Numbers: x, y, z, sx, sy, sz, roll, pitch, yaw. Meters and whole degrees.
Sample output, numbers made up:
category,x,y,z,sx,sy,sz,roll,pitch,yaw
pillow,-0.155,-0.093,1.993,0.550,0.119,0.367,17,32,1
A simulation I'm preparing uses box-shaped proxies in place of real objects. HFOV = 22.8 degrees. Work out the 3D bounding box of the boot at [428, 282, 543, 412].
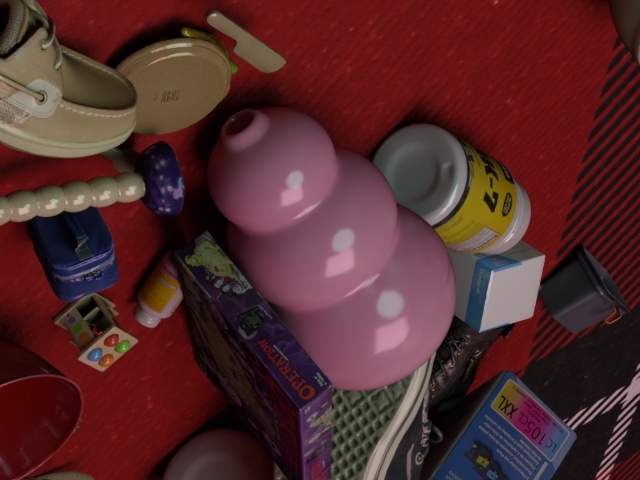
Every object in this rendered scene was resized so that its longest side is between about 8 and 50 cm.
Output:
category,x,y,z,sx,sy,sz,roll,pitch,yaw
boot,0.172,0.137,2.124,0.263,0.091,0.229,-14,143,-53

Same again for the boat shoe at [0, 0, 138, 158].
category,x,y,z,sx,sy,sz,roll,pitch,yaw
boat shoe,-0.250,-0.144,1.250,0.302,0.109,0.098,12,125,-47

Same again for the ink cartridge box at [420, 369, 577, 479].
category,x,y,z,sx,sy,sz,roll,pitch,yaw
ink cartridge box,0.148,0.395,2.168,0.395,0.151,0.270,-48,-179,-34

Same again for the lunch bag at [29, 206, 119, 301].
category,x,y,z,sx,sy,sz,roll,pitch,yaw
lunch bag,-0.230,0.004,1.480,0.067,0.098,0.065,-23,145,-15

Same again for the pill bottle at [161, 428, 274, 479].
category,x,y,z,sx,sy,sz,roll,pitch,yaw
pill bottle,-0.078,0.352,2.065,0.160,0.160,0.283,-40,150,4

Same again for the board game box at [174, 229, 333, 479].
category,x,y,z,sx,sy,sz,roll,pitch,yaw
board game box,-0.065,0.141,1.678,0.056,0.208,0.347,-40,162,-15

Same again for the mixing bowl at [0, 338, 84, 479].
category,x,y,z,sx,sy,sz,roll,pitch,yaw
mixing bowl,-0.339,0.163,1.582,0.181,0.098,0.181,-28,149,-18

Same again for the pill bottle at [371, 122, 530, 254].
category,x,y,z,sx,sy,sz,roll,pitch,yaw
pill bottle,0.152,-0.051,1.797,0.119,0.119,0.208,-46,150,14

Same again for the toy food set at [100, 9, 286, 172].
category,x,y,z,sx,sy,sz,roll,pitch,yaw
toy food set,-0.140,-0.143,1.444,0.192,0.038,0.132,-34,147,16

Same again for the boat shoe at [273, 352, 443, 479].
category,x,y,z,sx,sy,sz,roll,pitch,yaw
boat shoe,0.044,0.226,1.898,0.156,0.187,0.500,-10,112,-65

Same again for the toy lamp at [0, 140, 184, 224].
category,x,y,z,sx,sy,sz,roll,pitch,yaw
toy lamp,-0.258,-0.032,1.403,0.274,0.080,0.080,-14,143,-26

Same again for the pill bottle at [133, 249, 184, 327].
category,x,y,z,sx,sy,sz,roll,pitch,yaw
pill bottle,-0.165,0.052,1.673,0.043,0.043,0.083,3,131,-49

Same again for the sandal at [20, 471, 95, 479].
category,x,y,z,sx,sy,sz,roll,pitch,yaw
sandal,-0.352,0.304,1.775,0.240,0.088,0.079,-16,150,-26

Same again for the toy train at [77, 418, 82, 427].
category,x,y,z,sx,sy,sz,roll,pitch,yaw
toy train,-0.291,0.194,1.761,0.024,0.017,0.083,-49,150,-2

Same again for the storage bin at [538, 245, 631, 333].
category,x,y,z,sx,sy,sz,roll,pitch,yaw
storage bin,0.375,0.084,2.264,0.091,0.098,0.135,-34,152,14

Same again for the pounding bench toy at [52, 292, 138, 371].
category,x,y,z,sx,sy,sz,roll,pitch,yaw
pounding bench toy,-0.225,0.100,1.652,0.052,0.065,0.083,-41,151,5

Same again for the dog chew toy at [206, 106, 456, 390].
category,x,y,z,sx,sy,sz,roll,pitch,yaw
dog chew toy,0.000,0.000,1.603,0.206,0.206,0.332,-37,124,-2

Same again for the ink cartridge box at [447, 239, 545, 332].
category,x,y,z,sx,sy,sz,roll,pitch,yaw
ink cartridge box,0.188,0.033,1.947,0.092,0.143,0.090,-14,125,-35

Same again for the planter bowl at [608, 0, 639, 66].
category,x,y,z,sx,sy,sz,roll,pitch,yaw
planter bowl,0.379,-0.278,1.738,0.162,0.109,0.162,-28,150,-18
